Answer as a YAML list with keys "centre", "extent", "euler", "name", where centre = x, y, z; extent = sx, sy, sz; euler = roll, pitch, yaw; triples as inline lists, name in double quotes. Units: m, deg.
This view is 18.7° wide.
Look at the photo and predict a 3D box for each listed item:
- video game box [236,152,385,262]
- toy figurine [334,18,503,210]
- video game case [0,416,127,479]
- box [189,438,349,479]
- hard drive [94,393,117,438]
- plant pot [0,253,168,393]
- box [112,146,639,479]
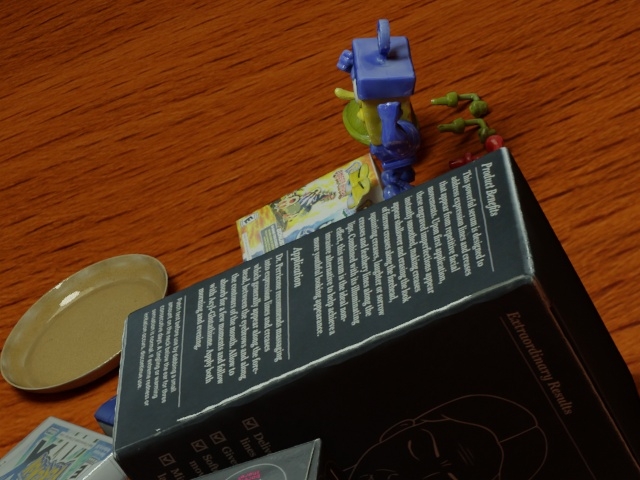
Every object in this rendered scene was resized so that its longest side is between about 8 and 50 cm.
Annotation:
- centre: [0.000, 0.000, 2.255]
  extent: [0.187, 0.048, 0.205]
  euler: [-25, 30, 6]
  name: "video game box"
- centre: [0.103, -0.166, 2.190]
  extent: [0.191, 0.217, 0.362]
  euler: [-9, 32, 5]
  name: "toy figurine"
- centre: [-0.350, 0.305, 2.040]
  extent: [0.300, 0.036, 0.329]
  euler: [-41, 14, -16]
  name: "video game case"
- centre: [-0.015, 0.317, 1.572]
  extent: [0.165, 0.270, 0.143]
  euler: [-20, 32, 19]
  name: "box"
- centre: [-0.123, 0.142, 2.021]
  extent: [0.210, 0.040, 0.318]
  euler: [-34, 5, -13]
  name: "hard drive"
- centre: [-0.283, 0.107, 2.370]
  extent: [0.236, 0.032, 0.236]
  euler: [-22, 32, 15]
  name: "plant pot"
- centre: [0.059, 0.152, 1.727]
  extent: [0.395, 0.293, 0.212]
  euler: [-23, 31, 14]
  name: "box"
